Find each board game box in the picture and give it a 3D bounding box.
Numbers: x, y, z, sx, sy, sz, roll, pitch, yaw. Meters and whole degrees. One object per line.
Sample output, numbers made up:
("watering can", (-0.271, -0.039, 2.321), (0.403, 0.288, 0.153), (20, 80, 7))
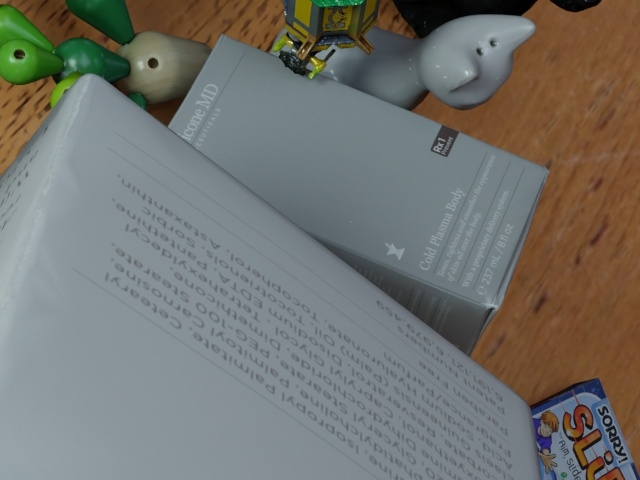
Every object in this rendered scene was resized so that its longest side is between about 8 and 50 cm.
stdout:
("board game box", (0.184, 0.217, 1.251), (0.136, 0.035, 0.201), (-21, 88, -33))

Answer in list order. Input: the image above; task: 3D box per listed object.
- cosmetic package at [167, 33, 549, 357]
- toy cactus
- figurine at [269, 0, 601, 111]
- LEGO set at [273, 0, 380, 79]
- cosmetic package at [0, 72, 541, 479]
("cosmetic package", (0.012, -0.023, 1.121), (0.238, 0.107, 0.127), (23, 57, 2))
("toy cactus", (-0.145, -0.106, 1.127), (0.180, 0.112, 0.219), (-8, 77, -51))
("figurine", (0.095, -0.153, 1.190), (0.215, 0.209, 0.092), (-42, 115, -31))
("LEGO set", (-0.035, -0.253, 1.153), (0.331, 0.192, 0.255), (30, 73, 7))
("cosmetic package", (-0.105, 0.194, 0.819), (0.327, 0.329, 0.393), (38, 22, -17))
